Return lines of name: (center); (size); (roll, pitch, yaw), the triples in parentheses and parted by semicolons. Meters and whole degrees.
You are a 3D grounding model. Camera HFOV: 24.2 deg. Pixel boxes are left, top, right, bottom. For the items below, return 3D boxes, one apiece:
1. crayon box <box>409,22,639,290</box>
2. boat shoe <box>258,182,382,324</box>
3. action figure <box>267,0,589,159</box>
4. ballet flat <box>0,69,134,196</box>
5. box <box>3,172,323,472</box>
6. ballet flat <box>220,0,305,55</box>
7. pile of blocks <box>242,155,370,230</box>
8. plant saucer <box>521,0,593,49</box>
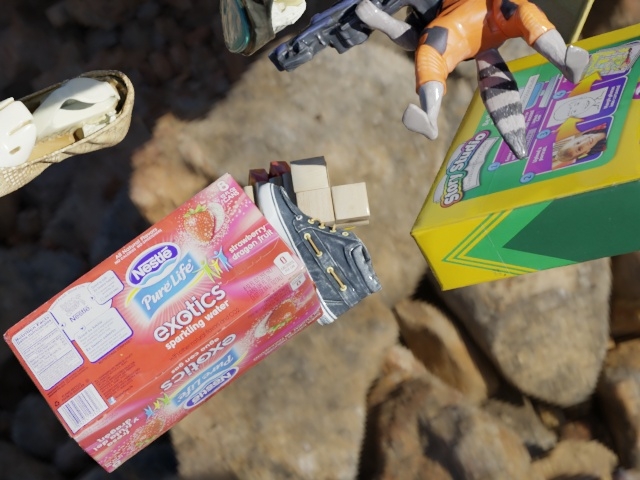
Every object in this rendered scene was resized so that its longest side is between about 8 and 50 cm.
crayon box: (0.310, -0.114, 1.834); (0.313, 0.106, 0.363); (-14, 32, 35)
boat shoe: (0.000, 0.000, 1.660); (0.083, 0.065, 0.183); (-30, 67, 7)
action figure: (0.125, -0.228, 1.707); (0.341, 0.178, 0.330); (-30, 39, 14)
ballet flat: (-0.218, -0.085, 1.114); (0.073, 0.067, 0.206); (45, 43, 11)
box: (-0.139, 0.076, 1.364); (0.257, 0.122, 0.128); (-37, 66, -8)
ballet flat: (-0.064, -0.284, 1.712); (0.096, 0.280, 0.095); (-14, 80, -7)
pile of blocks: (-0.070, -0.027, 1.875); (0.362, 0.149, 0.112); (-20, 70, 37)
plant saucer: (0.304, -0.472, 2.095); (0.081, 0.332, 0.333); (-23, 57, -33)
